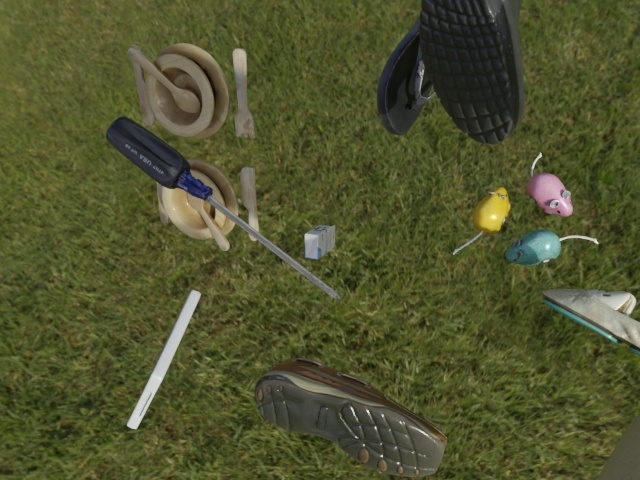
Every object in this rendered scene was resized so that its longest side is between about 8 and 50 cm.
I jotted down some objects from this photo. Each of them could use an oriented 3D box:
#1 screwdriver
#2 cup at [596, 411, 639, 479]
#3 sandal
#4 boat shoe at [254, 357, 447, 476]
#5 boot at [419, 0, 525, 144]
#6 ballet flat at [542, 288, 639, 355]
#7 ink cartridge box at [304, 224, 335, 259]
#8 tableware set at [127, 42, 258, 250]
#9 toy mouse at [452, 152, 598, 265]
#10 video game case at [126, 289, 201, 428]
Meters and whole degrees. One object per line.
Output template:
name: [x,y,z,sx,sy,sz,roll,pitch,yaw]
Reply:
screwdriver: [-0.054,-0.020,0.326,0.169,0.024,0.025,33,84,-2]
cup: [0.407,0.260,0.499,0.330,0.331,0.237,10,67,15]
sandal: [0.161,-0.274,0.795,0.054,0.097,0.255,36,102,44]
boat shoe: [0.054,0.277,0.919,0.323,0.120,0.123,21,116,10]
boot: [0.204,-0.287,0.549,0.222,0.338,0.118,-32,32,-19]
ballet flat: [0.287,0.077,0.496,0.168,0.057,0.052,35,97,39]
ink cartridge box: [0.000,0.000,1.043,0.028,0.083,0.048,8,109,23]
tableware set: [-0.126,-0.084,0.521,0.128,0.194,0.039,10,28,22]
toy mouse: [0.256,-0.028,0.647,0.143,0.031,0.161,28,84,29]
video game case: [-0.323,0.243,1.130,0.026,0.206,0.227,26,38,-10]
